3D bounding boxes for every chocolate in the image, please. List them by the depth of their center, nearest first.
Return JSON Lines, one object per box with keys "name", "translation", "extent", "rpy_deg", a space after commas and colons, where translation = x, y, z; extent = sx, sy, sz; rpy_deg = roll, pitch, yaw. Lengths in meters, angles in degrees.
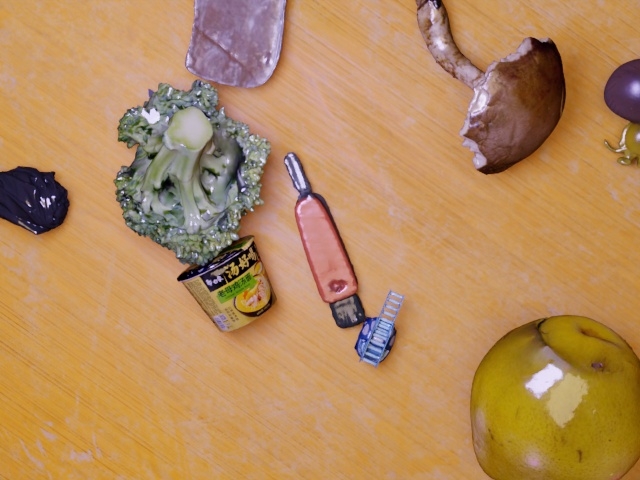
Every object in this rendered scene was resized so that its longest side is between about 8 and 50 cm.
{"name": "chocolate", "translation": [-0.140, -0.389, 1.409], "extent": [0.156, 0.080, 0.254], "rpy_deg": [9, 95, -13]}

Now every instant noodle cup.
{"name": "instant noodle cup", "translation": [-0.153, 0.077, 1.406], "extent": [0.151, 0.151, 0.122], "rpy_deg": [-25, 102, 3]}

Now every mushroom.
{"name": "mushroom", "translation": [0.290, -0.268, 1.384], "extent": [0.207, 0.233, 0.302], "rpy_deg": [-10, 49, -7]}

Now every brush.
{"name": "brush", "translation": [0.000, 0.000, 1.436], "extent": [0.070, 0.051, 0.324], "rpy_deg": [-22, 92, 5]}

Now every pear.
{"name": "pear", "translation": [0.378, 0.286, 1.330], "extent": [0.284, 0.285, 0.337], "rpy_deg": [5, 95, 2]}

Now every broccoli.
{"name": "broccoli", "translation": [-0.209, -0.121, 1.356], "extent": [0.288, 0.235, 0.260], "rpy_deg": [48, 128, 5]}

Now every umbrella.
{"name": "umbrella", "translation": [-0.602, -0.095, 1.437], "extent": [0.339, 0.118, 0.118], "rpy_deg": [13, 93, 7]}

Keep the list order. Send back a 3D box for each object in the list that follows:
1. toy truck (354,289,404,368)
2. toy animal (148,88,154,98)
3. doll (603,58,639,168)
{"name": "toy truck", "translation": [0.106, 0.150, 1.429], "extent": [0.063, 0.074, 0.136], "rpy_deg": [21, 92, 1]}
{"name": "toy animal", "translation": [-0.265, -0.235, 1.444], "extent": [0.084, 0.028, 0.050], "rpy_deg": [15, 82, 1]}
{"name": "doll", "translation": [0.540, -0.222, 1.395], "extent": [0.145, 0.096, 0.188], "rpy_deg": [37, 119, 14]}
